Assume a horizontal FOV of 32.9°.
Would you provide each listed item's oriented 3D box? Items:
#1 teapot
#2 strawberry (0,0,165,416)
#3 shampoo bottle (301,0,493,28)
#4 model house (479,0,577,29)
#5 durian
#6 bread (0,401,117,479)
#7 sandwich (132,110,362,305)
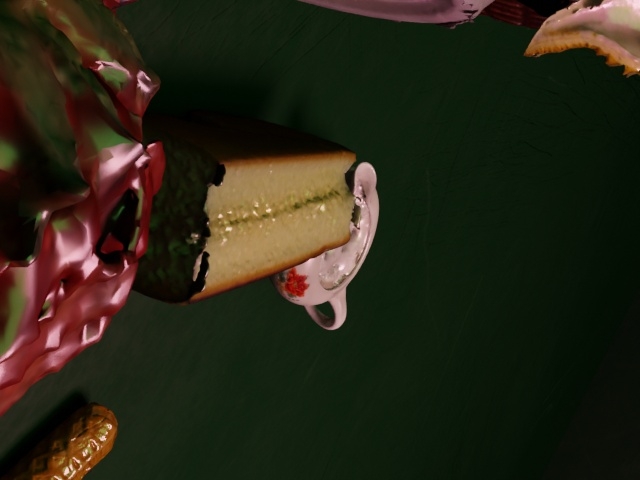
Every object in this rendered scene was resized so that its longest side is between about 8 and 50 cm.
[{"bbox_3d":[0.000,0.000,1.077,0.145,0.092,0.226,-40,147,-34],"label":"teapot"},{"bbox_3d":[-0.255,-0.019,0.448,0.345,0.295,0.317,-36,180,19],"label":"strawberry"},{"bbox_3d":[0.032,-0.286,0.663,0.273,0.273,0.266,12,95,-63],"label":"shampoo bottle"},{"bbox_3d":[0.164,-0.346,0.980,0.282,0.297,0.317,-23,160,-8],"label":"model house"},{"bbox_3d":[0.284,-0.207,0.942,0.140,0.224,0.078,59,32,-34],"label":"durian"},{"bbox_3d":[-0.228,0.196,0.891,0.157,0.044,0.052,-45,154,-32],"label":"bread"},{"bbox_3d":[-0.070,-0.033,0.882,0.235,0.128,0.122,-12,121,-59],"label":"sandwich"}]
